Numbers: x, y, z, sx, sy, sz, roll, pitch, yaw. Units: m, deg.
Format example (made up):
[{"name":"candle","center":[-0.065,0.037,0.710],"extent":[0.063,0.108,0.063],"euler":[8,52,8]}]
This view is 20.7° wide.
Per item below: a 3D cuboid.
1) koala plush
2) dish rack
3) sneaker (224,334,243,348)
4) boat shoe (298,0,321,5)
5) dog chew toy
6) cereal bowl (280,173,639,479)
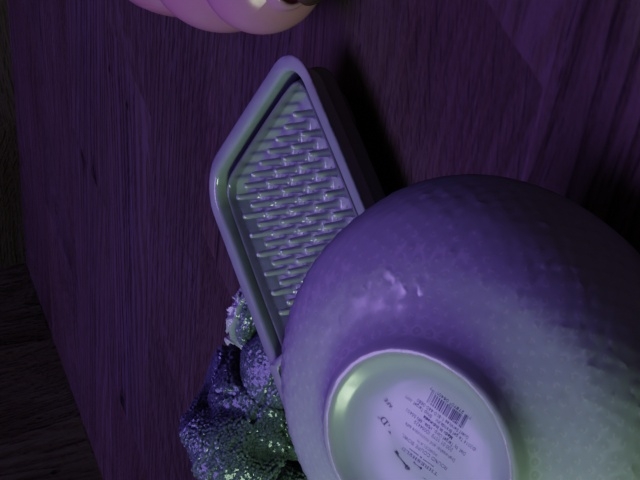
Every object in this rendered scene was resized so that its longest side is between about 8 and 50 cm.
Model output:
[{"name":"koala plush","center":[-0.050,0.170,2.014],"extent":[0.196,0.203,0.221],"euler":[33,120,9]},{"name":"dish rack","center":[0.000,0.000,1.835],"extent":[0.285,0.072,0.333],"euler":[-53,53,52]},{"name":"sneaker","center":[-0.067,0.211,2.252],"extent":[0.080,0.094,0.212],"euler":[132,122,-68]},{"name":"boat shoe","center":[-0.052,-0.373,1.667],"extent":[0.123,0.123,0.342],"euler":[-45,62,38]},{"name":"dog chew toy","center":[-0.107,-0.309,1.827],"extent":[0.332,0.206,0.206],"euler":[40,141,51]},{"name":"cereal bowl","center":[0.104,0.129,1.288],"extent":[0.339,0.141,0.339],"euler":[13,114,32]}]
